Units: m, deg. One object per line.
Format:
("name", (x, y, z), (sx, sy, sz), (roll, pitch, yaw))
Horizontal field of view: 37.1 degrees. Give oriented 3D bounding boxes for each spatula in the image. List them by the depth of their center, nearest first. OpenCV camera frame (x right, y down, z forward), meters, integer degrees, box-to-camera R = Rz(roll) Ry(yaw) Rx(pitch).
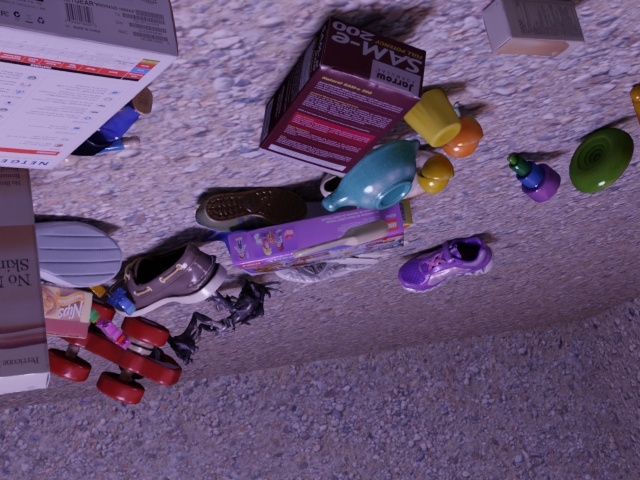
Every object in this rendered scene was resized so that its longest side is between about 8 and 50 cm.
("spatula", (0.035, 0.022, 1.875), (0.242, 0.019, 0.168), (2, 167, -23))

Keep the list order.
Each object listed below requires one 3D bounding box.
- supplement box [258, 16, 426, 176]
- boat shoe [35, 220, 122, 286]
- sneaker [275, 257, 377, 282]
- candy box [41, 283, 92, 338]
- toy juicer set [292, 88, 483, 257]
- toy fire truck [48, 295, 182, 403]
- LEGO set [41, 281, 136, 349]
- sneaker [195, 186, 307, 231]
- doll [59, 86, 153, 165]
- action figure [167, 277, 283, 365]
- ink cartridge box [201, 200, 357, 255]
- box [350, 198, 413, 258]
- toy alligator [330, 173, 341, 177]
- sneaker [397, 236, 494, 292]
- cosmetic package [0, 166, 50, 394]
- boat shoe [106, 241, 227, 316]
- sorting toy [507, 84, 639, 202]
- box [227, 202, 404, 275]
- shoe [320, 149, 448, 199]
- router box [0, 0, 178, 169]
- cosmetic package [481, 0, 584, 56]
("supplement box", (0.020, -0.171, 1.190), (0.130, 0.073, 0.239), (16, 157, -17))
("boat shoe", (-0.464, 0.012, 1.548), (0.094, 0.109, 0.302), (8, 177, 42))
("sneaker", (0.002, 0.052, 2.029), (0.232, 0.090, 0.115), (-5, 167, -20))
("candy box", (-0.571, 0.109, 1.620), (0.316, 0.088, 0.183), (2, 172, 27))
("toy juicer set", (0.107, -0.098, 1.464), (0.329, 0.089, 0.209), (-44, 158, 24))
("toy fire truck", (-0.435, 0.227, 2.052), (0.302, 0.169, 0.254), (22, 179, 5))
("LEGO set", (-0.440, 0.101, 1.812), (0.227, 0.087, 0.093), (29, 158, 24))
("sneaker", (-0.125, -0.050, 1.621), (0.192, 0.064, 0.086), (-2, 170, -32))
("doll", (-0.282, -0.137, 1.198), (0.129, 0.046, 0.189), (4, 158, -43))
("action figure", (-0.223, 0.150, 2.133), (0.275, 0.141, 0.164), (-35, 162, -15))
("ink cartridge box", (-0.078, -0.019, 1.786), (0.224, 0.045, 0.223), (-1, 162, -33))
("box", (0.099, -0.020, 1.889), (0.087, 0.058, 0.232), (-3, 163, -20))
("toy alligator", (0.023, -0.148, 1.396), (0.051, 0.056, 0.190), (31, 160, 10))
("sneaker", (0.293, 0.047, 2.242), (0.236, 0.095, 0.104), (-17, 158, 2))
("cosmetic package", (-0.454, 0.054, 1.280), (0.153, 0.296, 0.129), (-6, 165, -20))
("boat shoe", (-0.316, 0.071, 1.833), (0.324, 0.117, 0.097), (-12, 128, 45))
("sorting toy", (0.460, -0.170, 1.603), (0.126, 0.127, 0.365), (33, 145, -27))
("box", (0.000, 0.000, 1.668), (0.293, 0.057, 0.201), (-11, 172, 3))
("shoe", (0.104, -0.103, 1.559), (0.219, 0.077, 0.058), (-12, 170, 8))
("router box", (-0.362, -0.172, 0.939), (0.335, 0.082, 0.301), (2, 160, -41))
("cosmetic package", (0.256, -0.257, 1.147), (0.115, 0.060, 0.041), (-2, 162, -27))
